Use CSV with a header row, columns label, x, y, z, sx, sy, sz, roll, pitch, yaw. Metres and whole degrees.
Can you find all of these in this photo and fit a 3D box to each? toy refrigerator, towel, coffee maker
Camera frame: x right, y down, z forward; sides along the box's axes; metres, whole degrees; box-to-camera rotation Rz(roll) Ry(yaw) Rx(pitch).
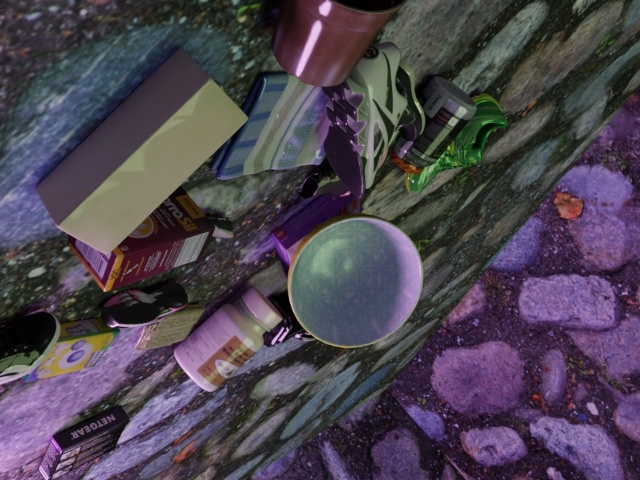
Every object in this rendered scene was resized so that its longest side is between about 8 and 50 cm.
label,x,y,z,sx,sy,sz,roll,pitch,yaw
toy refrigerator,-0.237,-0.118,1.015,0.269,0.094,0.102,-44,147,3
towel,-0.045,-0.198,1.306,0.285,0.034,0.209,-15,146,-51
towel,-0.311,0.177,1.579,0.148,0.027,0.110,-7,139,-56
coffee maker,-0.069,0.175,1.932,0.178,0.120,0.171,-12,121,-56

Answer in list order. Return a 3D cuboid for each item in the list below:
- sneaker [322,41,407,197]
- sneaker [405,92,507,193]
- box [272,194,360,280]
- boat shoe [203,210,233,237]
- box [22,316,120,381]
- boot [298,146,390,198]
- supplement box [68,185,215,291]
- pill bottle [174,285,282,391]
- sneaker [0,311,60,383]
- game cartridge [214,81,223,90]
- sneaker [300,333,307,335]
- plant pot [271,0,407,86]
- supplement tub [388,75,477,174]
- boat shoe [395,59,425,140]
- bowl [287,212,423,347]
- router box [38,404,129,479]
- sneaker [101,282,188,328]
label,x,y,z,sx,sy,sz,roll,pitch,yaw
sneaker,0.090,-0.201,1.322,0.146,0.122,0.330,-33,155,-18
sneaker,0.317,-0.215,1.810,0.295,0.123,0.109,-46,160,11
box,0.000,0.000,1.752,0.201,0.057,0.293,-37,159,-11
boat shoe,-0.192,-0.033,1.358,0.046,0.038,0.125,-5,168,26
box,-0.435,0.188,1.351,0.105,0.043,0.179,-51,160,23
boot,0.050,-0.153,1.523,0.137,0.077,0.198,-13,144,-44
supplement box,-0.269,-0.007,1.169,0.188,0.104,0.081,-21,150,-47
pill bottle,-0.201,0.216,1.708,0.229,0.131,0.131,-43,160,0
sneaker,-0.498,0.170,1.137,0.217,0.079,0.121,-36,160,-14
game cartridge,-0.175,-0.193,1.098,0.083,0.017,0.056,-35,162,-19
sneaker,0.032,0.237,2.262,0.237,0.085,0.086,-24,160,-35
plant pot,0.014,-0.306,1.030,0.167,0.167,0.165,-28,163,-34
supplement tub,0.228,-0.238,1.609,0.190,0.117,0.117,-53,158,26
boat shoe,0.141,-0.254,1.452,0.079,0.084,0.233,-53,154,-11
bowl,0.059,0.065,1.634,0.289,0.289,0.156,-44,-158,4
router box,-0.526,0.452,1.708,0.179,0.046,0.133,-19,149,-48
sneaker,-0.327,0.135,1.409,0.178,0.072,0.077,-7,151,-50
